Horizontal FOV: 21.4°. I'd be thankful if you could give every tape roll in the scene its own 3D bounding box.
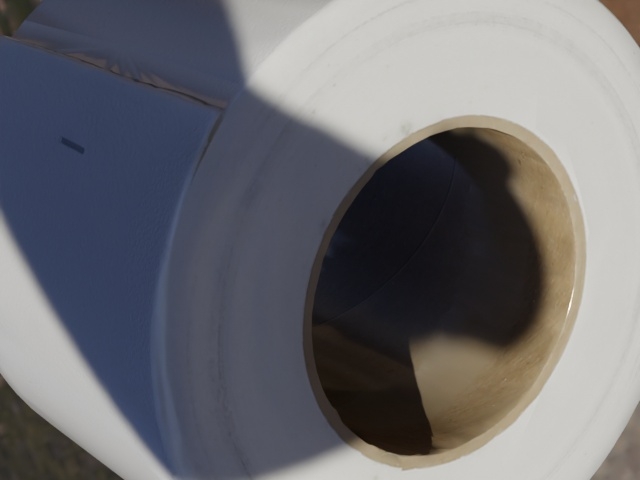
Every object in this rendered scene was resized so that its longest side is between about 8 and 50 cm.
[{"bbox_3d":[0.000,0.000,0.673,0.169,0.246,0.246,24,127,51],"label":"tape roll"}]
